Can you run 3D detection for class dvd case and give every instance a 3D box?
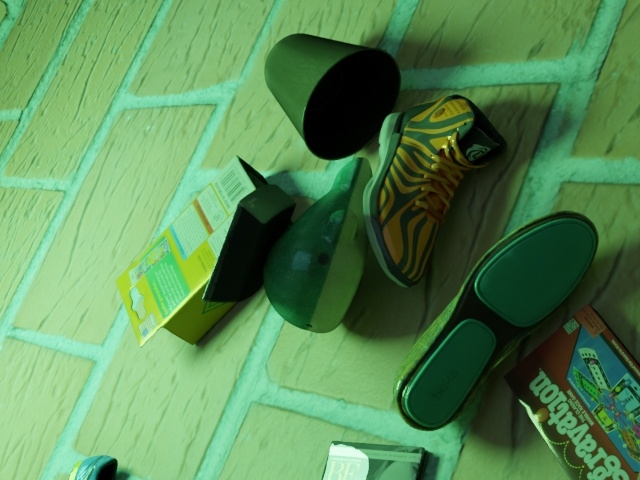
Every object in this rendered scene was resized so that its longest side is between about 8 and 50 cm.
[{"bbox_3d":[0.049,0.375,1.436,0.164,0.018,0.221,-5,58,43],"label":"dvd case"}]

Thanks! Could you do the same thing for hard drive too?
[{"bbox_3d":[-0.100,0.006,1.636,0.254,0.054,0.172,-39,-30,-78],"label":"hard drive"}]

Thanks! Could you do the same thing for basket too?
[{"bbox_3d":[0.003,-0.263,1.857,0.204,0.154,0.227,-53,35,4],"label":"basket"}]

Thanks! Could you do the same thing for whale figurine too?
[{"bbox_3d":[0.000,0.000,1.625,0.216,0.141,0.272,110,176,-68],"label":"whale figurine"}]

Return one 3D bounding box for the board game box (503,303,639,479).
[{"bbox_3d":[0.333,0.212,1.268,0.145,0.027,0.281,-44,40,13],"label":"board game box"}]

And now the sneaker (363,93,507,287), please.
[{"bbox_3d":[0.169,-0.092,1.578,0.180,0.124,0.321,-21,49,35],"label":"sneaker"}]

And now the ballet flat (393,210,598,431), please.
[{"bbox_3d":[0.217,0.096,1.415,0.348,0.123,0.123,-50,39,1],"label":"ballet flat"}]

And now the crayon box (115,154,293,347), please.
[{"bbox_3d":[-0.200,0.032,1.887,0.323,0.083,0.203,-44,40,10],"label":"crayon box"}]

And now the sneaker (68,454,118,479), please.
[{"bbox_3d":[-0.375,0.447,1.764,0.082,0.069,0.209,-16,52,32],"label":"sneaker"}]
